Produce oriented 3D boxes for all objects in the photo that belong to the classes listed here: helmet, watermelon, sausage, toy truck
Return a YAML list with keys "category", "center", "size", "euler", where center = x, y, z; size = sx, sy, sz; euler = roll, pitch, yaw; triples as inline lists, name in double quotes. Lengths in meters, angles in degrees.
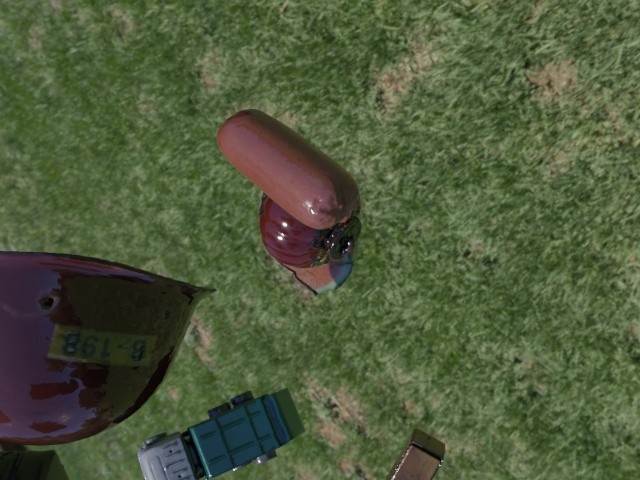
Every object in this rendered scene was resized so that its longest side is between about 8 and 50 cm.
- category: "helmet"
  center: [-0.332, 0.143, 0.853]
  size: [0.338, 0.385, 0.230]
  euler: [-4, 76, 41]
- category: "watermelon"
  center: [0.023, -0.011, 1.859]
  size: [0.292, 0.319, 0.222]
  euler: [36, 173, -30]
- category: "sausage"
  center: [-0.030, -0.065, 0.595]
  size: [0.154, 0.062, 0.062]
  euler: [40, 148, 31]
- category: "toy truck"
  center: [-0.150, 0.311, 1.023]
  size: [0.114, 0.254, 0.124]
  euler: [66, 161, 11]

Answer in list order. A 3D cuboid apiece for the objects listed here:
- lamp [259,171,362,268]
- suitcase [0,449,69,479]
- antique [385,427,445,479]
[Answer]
- category: "lamp"
  center: [-0.014, -0.048, 1.309]
  size: [0.227, 0.227, 0.226]
  euler: [35, 145, 29]
- category: "suitcase"
  center: [-0.608, 0.628, 1.350]
  size: [0.339, 0.189, 0.345]
  euler: [-93, 3, -52]
- category: "antique"
  center: [0.215, 0.651, 1.733]
  size: [0.093, 0.087, 0.309]
  euler: [27, 106, 8]
